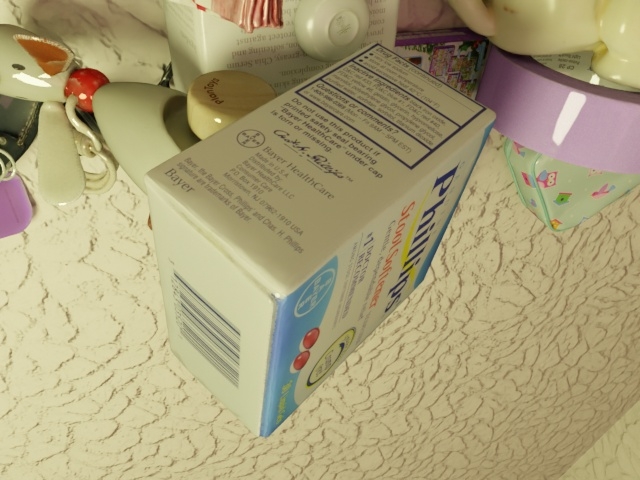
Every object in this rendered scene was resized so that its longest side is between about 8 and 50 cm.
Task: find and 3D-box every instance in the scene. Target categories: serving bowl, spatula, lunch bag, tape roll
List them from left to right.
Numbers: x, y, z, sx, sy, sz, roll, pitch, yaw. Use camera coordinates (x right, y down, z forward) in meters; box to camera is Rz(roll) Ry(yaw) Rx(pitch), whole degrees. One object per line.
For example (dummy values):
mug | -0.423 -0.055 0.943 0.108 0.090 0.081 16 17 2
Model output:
spatula | -0.524 -0.014 0.727 0.296 0.030 0.084 -14 118 -10
serving bowl | 0.017 -0.217 0.578 0.083 0.027 0.083 -17 131 -21
tape roll | 0.355 -0.195 0.774 0.275 0.275 0.090 -5 127 -20
lunch bag | 0.464 -0.168 0.986 0.279 0.108 0.224 -35 127 4

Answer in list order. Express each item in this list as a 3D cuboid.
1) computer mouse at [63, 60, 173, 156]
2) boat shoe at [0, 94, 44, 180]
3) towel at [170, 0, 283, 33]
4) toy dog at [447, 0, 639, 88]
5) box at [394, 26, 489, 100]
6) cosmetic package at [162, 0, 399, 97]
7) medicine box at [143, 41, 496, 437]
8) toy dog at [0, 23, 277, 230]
computer mouse | -0.239 -0.181 0.722 0.242 0.041 0.071 -31 134 -7
boat shoe | -0.404 -0.102 0.666 0.254 0.079 0.095 -47 122 4
towel | -0.153 -0.323 0.461 0.037 0.329 0.237 -32 139 -37
toy dog | 0.357 -0.424 0.662 0.395 0.284 0.408 10 124 -1
box | 0.126 -0.164 0.875 0.201 0.057 0.293 -11 130 -18
cosmetic package | -0.048 -0.230 0.662 0.230 0.161 0.453 -16 131 -22
medicine box | 0.000 0.000 0.560 0.289 0.149 0.263 -38 155 -32
toy dog | -0.207 -0.096 0.552 0.333 0.161 0.220 8 127 21
